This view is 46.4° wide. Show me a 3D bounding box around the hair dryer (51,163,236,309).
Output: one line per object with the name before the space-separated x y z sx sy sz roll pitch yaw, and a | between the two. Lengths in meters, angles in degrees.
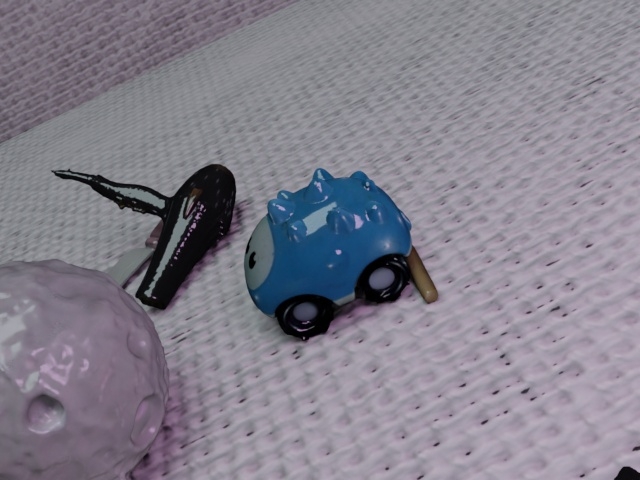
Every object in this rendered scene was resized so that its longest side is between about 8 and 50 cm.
hair dryer | -0.346 -0.045 1.345 0.360 0.120 0.303 18 60 12

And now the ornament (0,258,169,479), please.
ornament | -0.367 0.181 0.953 0.337 0.337 0.337 -18 34 12

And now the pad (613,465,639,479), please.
pad | 0.234 0.311 0.577 0.243 0.004 0.164 -51 33 -7

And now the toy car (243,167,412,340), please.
toy car | 0.000 0.000 1.067 0.255 0.190 0.188 -25 34 6

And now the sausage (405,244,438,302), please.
sausage | 0.139 0.042 1.065 0.024 0.024 0.132 -24 34 3

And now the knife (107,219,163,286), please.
knife | -0.342 0.028 1.391 0.081 0.043 0.336 12 50 43
